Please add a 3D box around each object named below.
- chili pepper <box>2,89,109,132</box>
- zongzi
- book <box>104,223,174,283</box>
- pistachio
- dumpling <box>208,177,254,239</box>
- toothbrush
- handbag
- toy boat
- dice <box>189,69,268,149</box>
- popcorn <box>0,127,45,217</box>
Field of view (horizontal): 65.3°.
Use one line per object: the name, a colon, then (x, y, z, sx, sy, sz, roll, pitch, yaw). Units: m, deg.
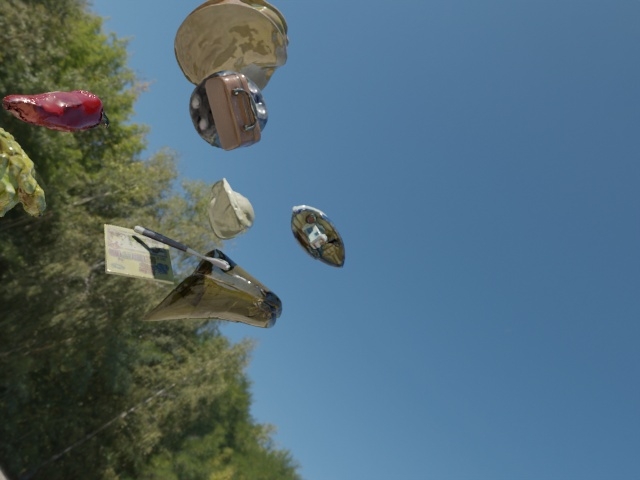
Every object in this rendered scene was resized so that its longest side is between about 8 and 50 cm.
chili pepper: (-0.642, -0.325, 1.253, 0.110, 0.387, 0.110, 2, -75, 6)
zongzi: (-0.289, 0.200, 1.386, 0.274, 0.300, 0.145, 36, -33, 18)
book: (-0.467, 0.034, 1.282, 0.013, 0.168, 0.192, -57, -142, 25)
pistachio: (-0.322, -0.697, 1.827, 0.446, 0.281, 0.365, -14, -40, 22)
dumpling: (-0.282, -0.091, 1.500, 0.179, 0.132, 0.252, 65, -22, -2)
toothbrush: (-0.360, 0.017, 1.289, 0.288, 0.024, 0.026, 21, -7, 14)
handbag: (-0.229, -0.340, 1.316, 0.151, 0.072, 0.193, 7, -67, 57)
toy boat: (0.000, 0.000, 1.418, 0.262, 0.114, 0.115, 47, 12, -50)
dice: (-0.288, -0.408, 1.570, 0.182, 0.182, 0.183, -29, -106, 31)
popcorn: (-1.107, -0.217, 1.672, 0.275, 0.279, 0.335, 13, -64, 49)
